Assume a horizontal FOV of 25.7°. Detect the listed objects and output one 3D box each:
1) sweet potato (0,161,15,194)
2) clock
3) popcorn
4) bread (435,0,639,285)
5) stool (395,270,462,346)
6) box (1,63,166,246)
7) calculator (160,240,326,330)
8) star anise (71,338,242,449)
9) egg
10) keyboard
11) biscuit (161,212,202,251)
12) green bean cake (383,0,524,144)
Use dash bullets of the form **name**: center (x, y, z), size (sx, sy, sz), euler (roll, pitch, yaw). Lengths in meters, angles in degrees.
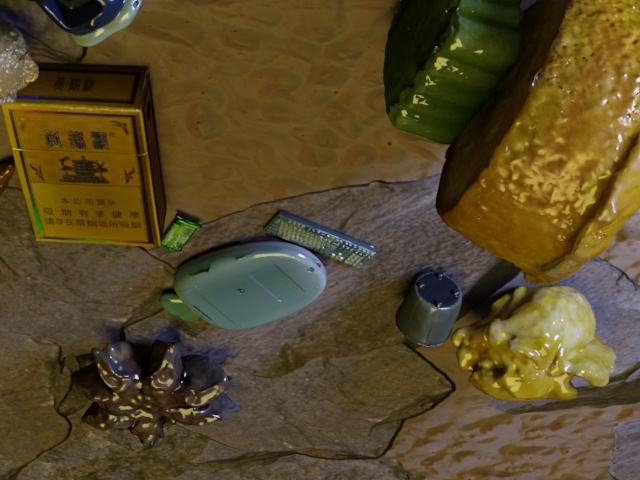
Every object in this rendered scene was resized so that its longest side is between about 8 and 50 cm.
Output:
- **sweet potato**: center (-0.509, -0.071, 2.103), size (0.044, 0.044, 0.179), euler (33, 133, -32)
- **clock**: center (-0.320, -0.347, 1.664), size (0.200, 0.146, 0.243), euler (-18, 145, 31)
- **popcorn**: center (0.347, 0.166, 2.247), size (0.254, 0.190, 0.191), euler (5, 175, -22)
- **bread**: center (0.299, -0.129, 1.712), size (0.215, 0.398, 0.398), euler (27, 138, -7)
- **stool**: center (0.176, 0.109, 2.244), size (0.096, 0.096, 0.110), euler (9, 137, -8)
- **box**: center (-0.330, -0.116, 1.997), size (0.193, 0.084, 0.301), euler (2, 142, 1)
- **calculator**: center (-0.128, 0.079, 2.266), size (0.299, 0.041, 0.185), euler (-20, 137, 27)
- **star anise**: center (-0.292, 0.273, 2.472), size (0.315, 0.108, 0.315), euler (1, 134, 1)
- **egg**: center (-0.440, -0.234, 1.833), size (0.140, 0.116, 0.118), euler (-11, 117, 22)
- **keyboard**: center (0.000, -0.001, 2.181), size (0.176, 0.014, 0.055), euler (22, 141, -22)
- **biscuit**: center (-0.220, -0.011, 2.179), size (0.046, 0.016, 0.089), euler (21, 138, -20)
- **green bean cake**: center (0.159, -0.244, 1.709), size (0.113, 0.200, 0.214), euler (17, 138, -16)
